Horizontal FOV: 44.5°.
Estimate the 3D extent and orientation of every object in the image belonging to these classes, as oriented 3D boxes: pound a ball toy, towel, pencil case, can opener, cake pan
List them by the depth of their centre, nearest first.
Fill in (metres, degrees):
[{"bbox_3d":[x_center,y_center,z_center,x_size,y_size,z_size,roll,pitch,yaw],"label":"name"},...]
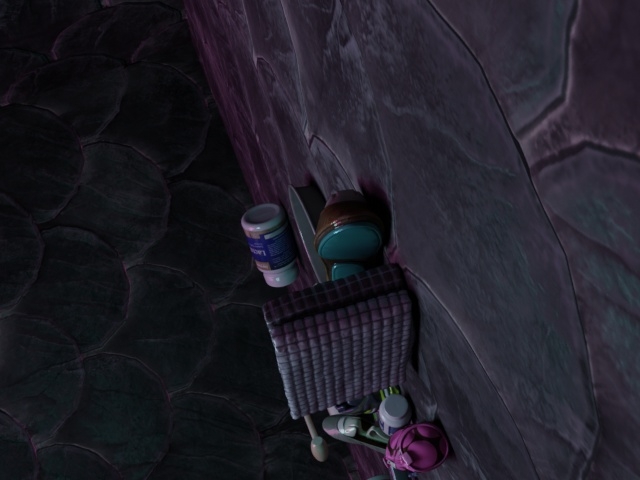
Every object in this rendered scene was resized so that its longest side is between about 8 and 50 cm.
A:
[{"bbox_3d":[0.035,0.166,1.312,0.284,0.234,0.121,82,169,-56],"label":"towel"},{"bbox_3d":[0.171,0.384,1.433,0.209,0.098,0.095,95,153,-72],"label":"pencil case"},{"bbox_3d":[0.000,0.000,1.806,0.293,0.054,0.293,159,90,-82],"label":"cake pan"},{"bbox_3d":[0.148,0.496,1.911,0.076,0.095,0.284,101,155,-77],"label":"can opener"},{"bbox_3d":[0.024,0.421,2.180,0.136,0.208,0.319,77,170,-49],"label":"pound a ball toy"}]

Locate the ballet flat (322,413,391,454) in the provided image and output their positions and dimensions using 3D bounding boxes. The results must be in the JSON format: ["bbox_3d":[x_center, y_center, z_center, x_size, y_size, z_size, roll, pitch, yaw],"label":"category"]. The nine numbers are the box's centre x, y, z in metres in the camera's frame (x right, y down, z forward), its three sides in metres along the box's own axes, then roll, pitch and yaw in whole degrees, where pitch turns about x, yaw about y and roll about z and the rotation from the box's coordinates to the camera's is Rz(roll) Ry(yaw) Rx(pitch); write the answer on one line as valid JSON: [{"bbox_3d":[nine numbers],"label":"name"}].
[{"bbox_3d":[0.106,0.447,1.841,0.068,0.213,0.072,88,-155,-49],"label":"ballet flat"}]

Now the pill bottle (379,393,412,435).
[{"bbox_3d":[0.153,0.355,1.603,0.120,0.067,0.067,83,165,-61],"label":"pill bottle"}]

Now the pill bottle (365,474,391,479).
[{"bbox_3d":[0.196,0.762,1.978,0.318,0.176,0.176,-123,14,-60],"label":"pill bottle"}]

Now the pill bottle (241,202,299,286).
[{"bbox_3d":[-0.162,0.018,2.656,0.153,0.153,0.265,-122,13,-57],"label":"pill bottle"}]

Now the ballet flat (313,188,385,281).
[{"bbox_3d":[0.050,-0.008,1.310,0.342,0.116,0.124,76,-170,-66],"label":"ballet flat"}]

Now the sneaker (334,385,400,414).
[{"bbox_3d":[0.075,0.343,1.771,0.300,0.121,0.111,124,133,-66],"label":"sneaker"}]

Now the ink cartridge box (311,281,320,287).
[{"bbox_3d":[0.028,0.203,1.770,0.160,0.093,0.219,36,164,12],"label":"ink cartridge box"}]
